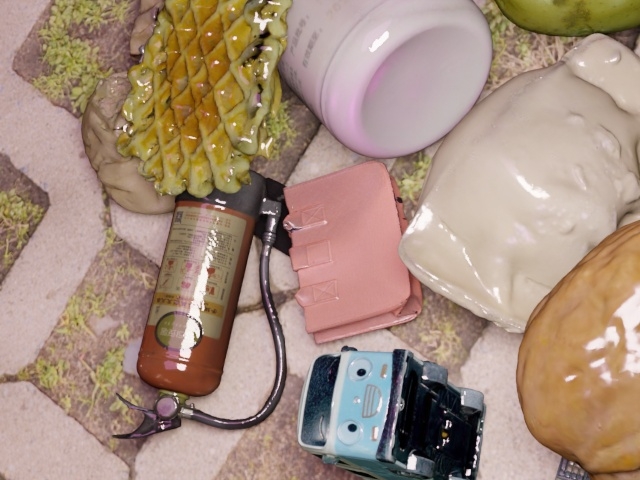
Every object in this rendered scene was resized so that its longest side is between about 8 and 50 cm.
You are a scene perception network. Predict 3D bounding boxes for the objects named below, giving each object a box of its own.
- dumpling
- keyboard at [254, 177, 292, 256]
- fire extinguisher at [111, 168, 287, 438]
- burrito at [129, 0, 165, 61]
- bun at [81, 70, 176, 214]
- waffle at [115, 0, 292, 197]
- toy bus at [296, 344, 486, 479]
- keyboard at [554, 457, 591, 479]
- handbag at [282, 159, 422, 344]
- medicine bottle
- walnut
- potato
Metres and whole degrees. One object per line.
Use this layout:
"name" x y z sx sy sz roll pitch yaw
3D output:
"dumpling" 0.292 -0.049 1.695 0.315 0.233 0.395 40 73 -2
"keyboard" 0.000 0.000 1.868 0.250 0.017 0.087 29 82 27
"fire extinguisher" -0.136 0.091 1.826 0.200 0.113 0.376 10 80 24
"burrito" -0.119 -0.358 2.002 0.348 0.107 0.175 -16 81 18
"bun" -0.242 -0.154 1.966 0.210 0.116 0.237 -46 63 2
"waffle" -0.146 -0.206 1.805 0.297 0.073 0.317 18 96 49
"toy bus" 0.076 0.211 1.617 0.165 0.271 0.133 2 72 26
"keyboard" 0.358 0.280 1.621 0.176 0.014 0.055 13 73 25
"handbag" 0.036 0.014 1.805 0.157 0.059 0.212 -17 63 13
"medicine bottle" 0.050 -0.276 1.821 0.241 0.241 0.302 -42 53 3
"walnut" 0.386 0.121 1.514 0.306 0.306 0.344 39 90 29
"potato" 0.340 -0.352 1.742 0.304 0.216 0.216 0 69 -7
